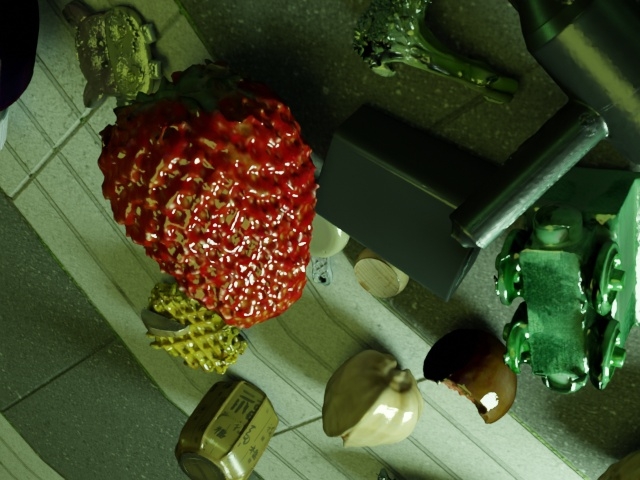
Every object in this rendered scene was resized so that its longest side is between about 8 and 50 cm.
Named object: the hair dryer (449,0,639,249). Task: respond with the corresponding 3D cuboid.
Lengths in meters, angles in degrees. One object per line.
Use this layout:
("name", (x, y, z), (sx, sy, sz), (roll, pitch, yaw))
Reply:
("hair dryer", (0.220, -0.136, 0.954), (0.244, 0.116, 0.302), (45, 95, -5))

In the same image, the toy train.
("toy train", (0.301, 0.053, 1.084), (0.145, 0.202, 0.266), (9, 129, 29))

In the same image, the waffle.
("waffle", (-0.220, 0.151, 1.618), (0.197, 0.070, 0.193), (15, 132, 20))

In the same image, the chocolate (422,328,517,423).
("chocolate", (0.226, 0.202, 1.325), (0.127, 0.124, 0.133), (-25, 130, 27))

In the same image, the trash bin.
("trash bin", (0.114, -0.054, 1.188), (0.225, 0.115, 0.165), (30, 136, 11))

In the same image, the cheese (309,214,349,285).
("cheese", (-0.006, -0.004, 1.357), (0.092, 0.047, 0.171), (30, 137, 10))

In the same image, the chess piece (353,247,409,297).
("chess piece", (0.090, 0.046, 1.342), (0.083, 0.038, 0.084), (18, 135, 19))

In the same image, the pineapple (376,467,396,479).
("pineapple", (0.232, 0.521, 1.550), (0.362, 0.202, 0.202), (30, 138, 24))

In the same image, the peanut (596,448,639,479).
("peanut", (0.535, 0.340, 1.202), (0.387, 0.169, 0.192), (-21, 108, 39))

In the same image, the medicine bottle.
("medicine bottle", (-0.550, -0.260, 1.368), (0.242, 0.242, 0.395), (35, 144, 4))

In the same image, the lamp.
("lamp", (-0.172, 0.358, 1.673), (0.161, 0.185, 0.161), (18, 135, 18))

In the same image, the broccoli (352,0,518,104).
("broccoli", (0.136, -0.218, 1.057), (0.204, 0.118, 0.122), (28, 108, -11))

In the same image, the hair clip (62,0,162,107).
("hair clip", (-0.294, -0.258, 1.331), (0.146, 0.056, 0.187), (2, 124, 24))

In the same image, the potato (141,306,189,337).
("potato", (-0.276, 0.154, 1.577), (0.093, 0.036, 0.037), (20, 131, 14))

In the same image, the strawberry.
("strawberry", (-0.120, -0.059, 1.208), (0.267, 0.312, 0.351), (-21, 108, 17))

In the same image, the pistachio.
("pistachio", (0.076, 0.265, 1.455), (0.157, 0.157, 0.229), (38, 149, 0))
